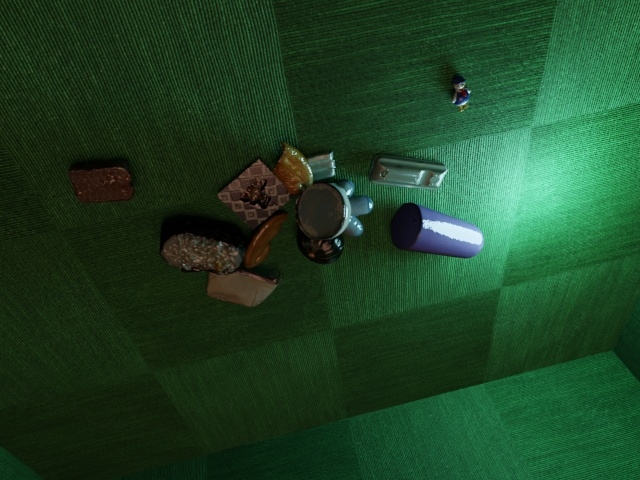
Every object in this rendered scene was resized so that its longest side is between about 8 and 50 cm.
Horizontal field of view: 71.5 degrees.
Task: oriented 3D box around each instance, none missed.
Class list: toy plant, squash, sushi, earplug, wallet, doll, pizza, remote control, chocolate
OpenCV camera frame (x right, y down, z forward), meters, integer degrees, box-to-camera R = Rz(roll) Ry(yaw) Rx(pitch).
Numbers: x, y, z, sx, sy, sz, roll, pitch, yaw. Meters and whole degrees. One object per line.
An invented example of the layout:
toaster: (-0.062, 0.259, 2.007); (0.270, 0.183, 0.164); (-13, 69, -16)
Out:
toy plant: (0.082, -0.127, 1.812); (0.332, 0.247, 0.247); (-10, 142, -55)
squash: (-0.001, 0.004, 1.942); (0.218, 0.218, 0.173); (45, 69, -37)
sushi: (-0.484, 0.021, 1.843); (0.349, 0.171, 0.211); (7, 124, -17)
sushi: (-0.264, -0.192, 1.807); (0.231, 0.047, 0.219); (-38, 123, 11)
earplug: (0.563, -0.026, 2.057); (0.455, 0.215, 0.215); (11, 125, -27)
wallet: (-0.371, 0.209, 2.072); (0.334, 0.068, 0.275); (16, 131, -24)
doll: (0.534, -0.568, 1.697); (0.098, 0.057, 0.143); (-32, 126, -14)
pizza: (-0.102, -0.266, 1.729); (0.134, 0.056, 0.271); (-32, 133, 10)
remote control: (0.373, -0.282, 1.880); (0.334, 0.066, 0.128); (3, 125, -17)
chocolate: (-0.788, -0.220, 1.621); (0.213, 0.093, 0.149); (-4, 131, -10)

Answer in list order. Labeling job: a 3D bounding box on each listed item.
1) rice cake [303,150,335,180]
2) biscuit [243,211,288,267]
rice cake: (-0.044, -0.286, 1.789); (0.210, 0.038, 0.124); (-11, 130, -4)
biscuit: (-0.247, 0.004, 1.927); (0.154, 0.045, 0.299); (-18, 144, -53)
